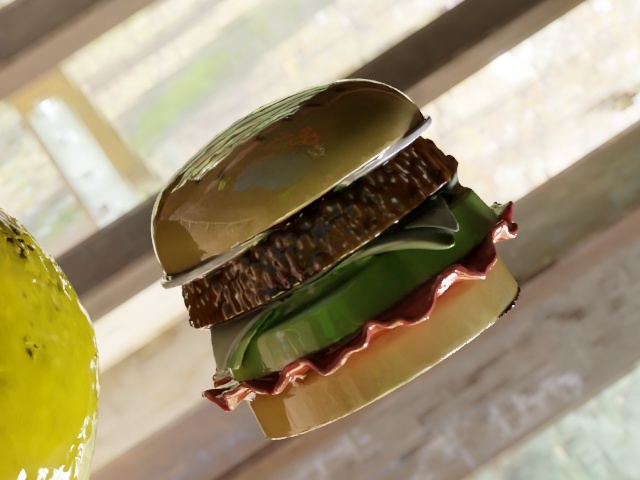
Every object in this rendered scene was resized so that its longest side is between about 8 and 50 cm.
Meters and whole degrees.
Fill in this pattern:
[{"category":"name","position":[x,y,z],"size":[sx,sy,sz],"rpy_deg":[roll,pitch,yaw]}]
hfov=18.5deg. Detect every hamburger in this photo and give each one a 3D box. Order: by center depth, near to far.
[{"category":"hamburger","position":[-0.001,0.001,0.907],"size":[0.137,0.175,0.175],"rpy_deg":[57,-4,-7]}]

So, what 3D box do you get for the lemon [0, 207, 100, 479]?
[{"category":"lemon","position":[-0.238,0.096,0.981],"size":[0.258,0.310,0.258],"rpy_deg":[27,25,-14]}]
